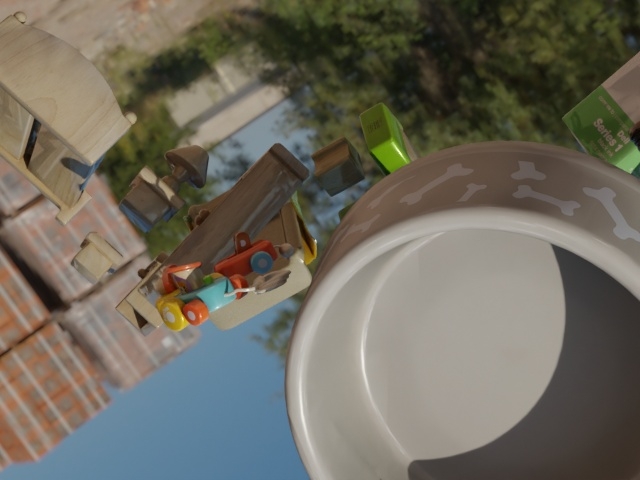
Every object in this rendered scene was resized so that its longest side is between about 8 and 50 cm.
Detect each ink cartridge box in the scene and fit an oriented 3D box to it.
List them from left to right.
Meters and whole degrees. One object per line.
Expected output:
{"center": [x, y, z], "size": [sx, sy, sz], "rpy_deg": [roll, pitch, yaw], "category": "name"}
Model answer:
{"center": [0.367, -0.127, 1.127], "size": [0.219, 0.160, 0.092], "rpy_deg": [-42, -135, 17], "category": "ink cartridge box"}

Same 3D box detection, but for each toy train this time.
{"center": [-0.080, 0.023, 0.957], "size": [0.125, 0.046, 0.166], "rpy_deg": [-26, -173, -5], "category": "toy train"}

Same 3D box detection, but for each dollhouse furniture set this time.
{"center": [-0.211, -0.108, 1.144], "size": [0.174, 0.355, 0.303], "rpy_deg": [-49, -175, -24], "category": "dollhouse furniture set"}
{"center": [0.000, 0.000, 1.468], "size": [0.302, 0.151, 0.197], "rpy_deg": [-29, -138, 16], "category": "dollhouse furniture set"}

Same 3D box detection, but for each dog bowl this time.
{"center": [0.132, 0.109, 0.858], "size": [0.349, 0.348, 0.102], "rpy_deg": [-30, -175, 28], "category": "dog bowl"}

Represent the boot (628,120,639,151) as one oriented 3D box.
{"center": [0.326, -0.057, 0.874], "size": [0.082, 0.106, 0.219], "rpy_deg": [-3, 176, -41], "category": "boot"}
